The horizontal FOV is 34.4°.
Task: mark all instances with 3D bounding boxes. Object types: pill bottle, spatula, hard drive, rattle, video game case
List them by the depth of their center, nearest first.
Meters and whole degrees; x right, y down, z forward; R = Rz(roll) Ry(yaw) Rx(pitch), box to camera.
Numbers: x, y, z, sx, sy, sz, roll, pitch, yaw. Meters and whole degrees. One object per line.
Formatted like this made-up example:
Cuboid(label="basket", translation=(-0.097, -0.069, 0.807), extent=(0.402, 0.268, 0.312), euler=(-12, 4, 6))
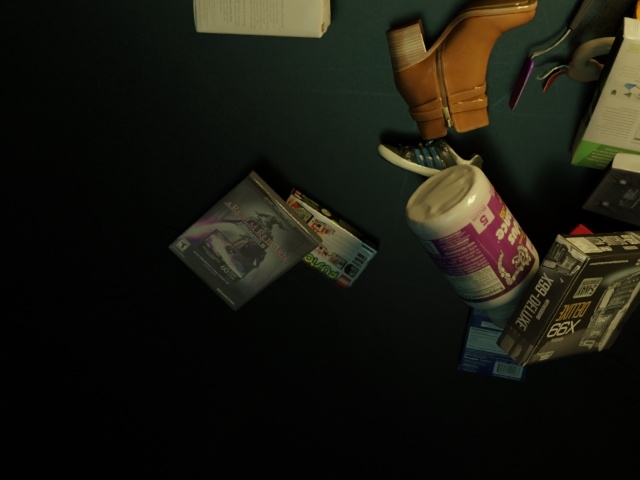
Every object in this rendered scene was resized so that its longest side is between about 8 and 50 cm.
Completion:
Cuboid(label="spatula", translation=(0.419, -0.361, 1.830), extent=(0.030, 0.084, 0.296), euler=(36, 106, -8))
Cuboid(label="rattle", translation=(0.479, -0.349, 1.832), extent=(0.200, 0.130, 0.142), euler=(-10, 83, 49))
Cuboid(label="hard drive", translation=(0.624, -0.080, 1.877), extent=(0.255, 0.054, 0.172), euler=(14, 153, -1))
Cuboid(label="pill bottle", translation=(0.299, 0.020, 1.908), extent=(0.169, 0.169, 0.301), euler=(-29, 118, 19))
Cuboid(label="video game case", translation=(-0.154, 0.006, 2.066), extent=(0.196, 0.026, 0.274), euler=(45, 125, -10))

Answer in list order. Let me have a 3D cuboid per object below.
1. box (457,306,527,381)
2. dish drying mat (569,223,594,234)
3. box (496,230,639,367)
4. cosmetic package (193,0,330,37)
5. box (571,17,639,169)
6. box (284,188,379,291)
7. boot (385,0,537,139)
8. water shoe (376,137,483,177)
Cuboid(label="box", translation=(0.364, 0.169, 2.076), extent=(0.137, 0.036, 0.225), euler=(11, 113, 4))
Cuboid(label="dish drying mat", translation=(0.522, 0.003, 1.998), extent=(0.083, 0.008, 0.032), euler=(38, 114, -9))
Cuboid(label="box", translation=(0.486, 0.102, 1.899), extent=(0.076, 0.307, 0.242), euler=(43, 119, 35))
Cuboid(label="cosmetic package", translation=(-0.103, -0.419, 1.857), extent=(0.231, 0.117, 0.085), euler=(2, 114, 7))
Cuboid(label="box", translation=(0.587, -0.229, 1.783), extent=(0.232, 0.058, 0.322), euler=(12, 143, 3))
Cuboid(label="box", translation=(0.000, 0.000, 2.063), extent=(0.207, 0.036, 0.114), euler=(34, 114, -6))
Cuboid(label="boot", translation=(0.270, -0.306, 1.849), extent=(0.284, 0.109, 0.220), euler=(-15, 109, 17))
Cuboid(label="water shoe", translation=(0.206, -0.160, 1.954), extent=(0.203, 0.073, 0.080), euler=(19, 96, -6))
